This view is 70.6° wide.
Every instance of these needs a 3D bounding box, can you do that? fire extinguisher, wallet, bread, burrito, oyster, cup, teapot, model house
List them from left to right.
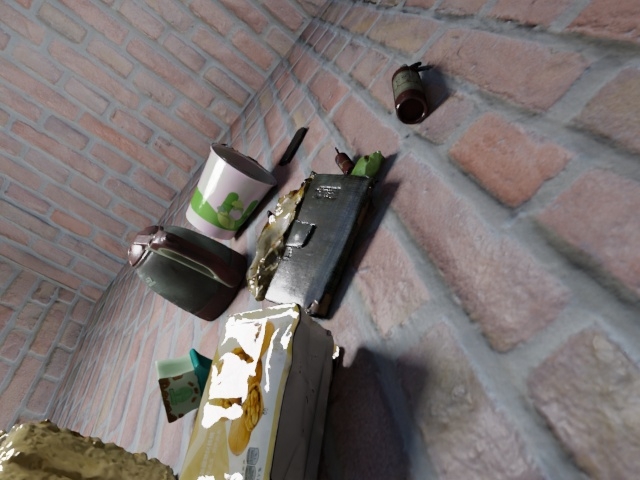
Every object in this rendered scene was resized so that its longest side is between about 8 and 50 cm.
[{"bbox_3d":[-0.512,0.595,0.836,0.389,0.371,0.279,-59,27,-8],"label":"bread"},{"bbox_3d":[-0.389,0.068,1.315,0.315,0.312,0.233,-16,48,53],"label":"teapot"},{"bbox_3d":[-0.304,0.335,1.073,0.100,0.149,0.126,25,126,62],"label":"model house"},{"bbox_3d":[-0.324,-0.162,1.571,0.273,0.253,0.253,-55,25,16],"label":"cup"},{"bbox_3d":[-0.080,-0.014,1.113,0.221,0.096,0.360,-50,21,41],"label":"oyster"},{"bbox_3d":[-0.101,-0.340,1.634,0.082,0.018,0.156,-7,53,58],"label":"wallet"},{"bbox_3d":[0.000,0.000,0.961,0.169,0.044,0.316,11,74,40],"label":"wallet"},{"bbox_3d":[0.049,-0.088,1.049,0.287,0.054,0.104,-57,24,1],"label":"burrito"},{"bbox_3d":[0.065,-0.193,1.144,0.039,0.056,0.132,-26,33,1],"label":"fire extinguisher"},{"bbox_3d":[0.220,-0.363,1.070,0.099,0.071,0.231,-12,41,17],"label":"fire extinguisher"}]

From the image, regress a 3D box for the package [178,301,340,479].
[{"bbox_3d":[-0.077,0.279,0.707,0.222,0.165,0.310,-20,48,40],"label":"package"}]
